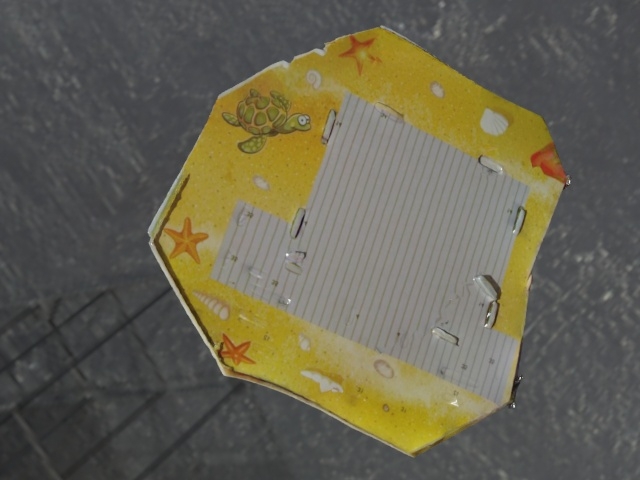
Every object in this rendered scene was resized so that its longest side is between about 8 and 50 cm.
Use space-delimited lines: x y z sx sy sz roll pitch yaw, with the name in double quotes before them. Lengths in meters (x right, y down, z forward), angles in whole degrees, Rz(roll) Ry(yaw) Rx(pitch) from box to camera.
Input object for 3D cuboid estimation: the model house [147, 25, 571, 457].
"model house" 0.000 0.000 0.725 0.219 0.207 0.136 22 164 -21
